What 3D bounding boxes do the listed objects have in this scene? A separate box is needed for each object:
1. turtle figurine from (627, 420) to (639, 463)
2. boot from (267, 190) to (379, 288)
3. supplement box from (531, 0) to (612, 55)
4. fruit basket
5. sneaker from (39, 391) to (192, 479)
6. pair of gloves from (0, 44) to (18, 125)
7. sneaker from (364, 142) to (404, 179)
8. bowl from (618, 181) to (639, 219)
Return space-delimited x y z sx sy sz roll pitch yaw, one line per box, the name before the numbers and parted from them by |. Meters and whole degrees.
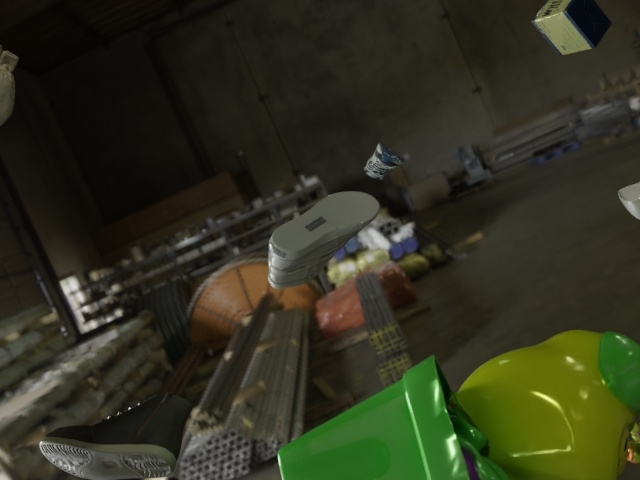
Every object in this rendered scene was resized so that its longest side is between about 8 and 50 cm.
turtle figurine | 0.615 0.349 1.392 0.217 0.269 0.087 -37 20 40
boot | 0.000 0.000 1.514 0.258 0.095 0.123 -25 -33 -32
supplement box | 0.410 -0.356 1.287 0.056 0.083 0.083 -53 22 -13
fruit basket | 0.175 0.250 0.773 0.392 0.283 0.392 -10 -29 -5
sneaker | -0.306 0.293 1.197 0.222 0.083 0.118 1 37 14
pair of gloves | -0.551 -0.210 1.082 0.204 0.240 0.042 -66 24 3
sneaker | 0.103 -0.126 1.313 0.058 0.052 0.135 -54 0 7
bowl | 0.612 -0.078 1.402 0.142 0.053 0.142 -20 8 17
